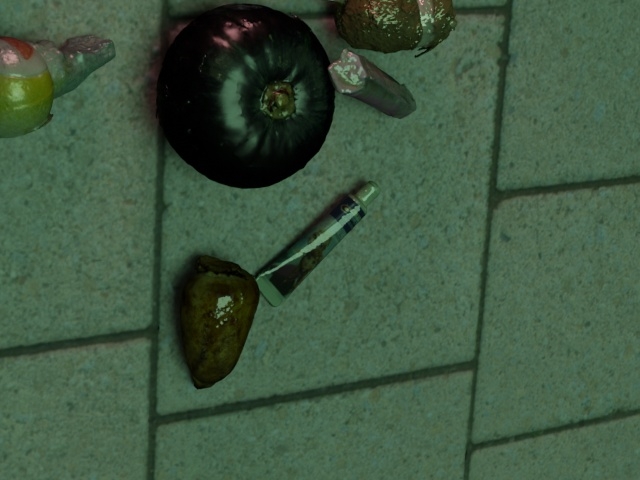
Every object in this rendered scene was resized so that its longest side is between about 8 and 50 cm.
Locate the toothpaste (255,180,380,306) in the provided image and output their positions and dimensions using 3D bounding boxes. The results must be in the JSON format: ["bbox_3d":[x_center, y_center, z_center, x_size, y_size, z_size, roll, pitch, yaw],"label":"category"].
[{"bbox_3d":[0.000,0.000,2.151,0.216,0.037,0.062,-44,125,-7],"label":"toothpaste"}]

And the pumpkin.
[{"bbox_3d":[-0.092,-0.177,1.953,0.233,0.163,0.233,-12,112,-33],"label":"pumpkin"}]

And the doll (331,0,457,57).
[{"bbox_3d":[0.080,-0.298,2.055,0.221,0.105,0.115,6,110,-36],"label":"doll"}]

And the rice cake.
[{"bbox_3d":[0.068,-0.195,2.038,0.049,0.055,0.270,-42,166,11],"label":"rice cake"}]

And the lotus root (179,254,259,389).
[{"bbox_3d":[-0.134,0.117,2.071,0.108,0.094,0.190,-9,115,-37],"label":"lotus root"}]

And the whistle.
[{"bbox_3d":[-0.332,-0.196,1.829,0.223,0.123,0.123,-32,122,-36],"label":"whistle"}]
